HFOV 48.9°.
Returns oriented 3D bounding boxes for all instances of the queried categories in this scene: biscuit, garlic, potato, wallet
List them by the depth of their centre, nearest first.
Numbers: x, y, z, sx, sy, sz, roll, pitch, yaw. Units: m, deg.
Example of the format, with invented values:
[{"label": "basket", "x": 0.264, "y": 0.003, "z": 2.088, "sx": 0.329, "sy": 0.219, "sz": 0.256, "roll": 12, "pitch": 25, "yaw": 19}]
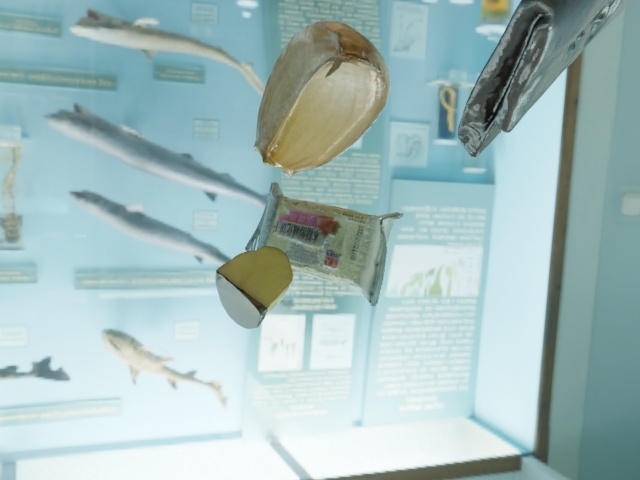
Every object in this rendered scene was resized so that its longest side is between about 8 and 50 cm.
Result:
[{"label": "wallet", "x": 0.217, "y": -0.189, "z": 0.610, "sx": 0.049, "sy": 0.229, "sz": 0.182, "roll": 41, "pitch": 155, "yaw": 13}, {"label": "garlic", "x": 0.004, "y": -0.165, "z": 0.734, "sx": 0.128, "sy": 0.115, "sz": 0.207, "roll": -13, "pitch": 160, "yaw": -28}, {"label": "potato", "x": -0.086, "y": 0.064, "z": 0.996, "sx": 0.096, "sy": 0.066, "sz": 0.103, "roll": 44, "pitch": -127, "yaw": 17}, {"label": "biscuit", "x": -0.002, "y": 0.005, "z": 1.303, "sx": 0.309, "sy": 0.186, "sz": 0.079, "roll": 15, "pitch": 175, "yaw": 29}]
